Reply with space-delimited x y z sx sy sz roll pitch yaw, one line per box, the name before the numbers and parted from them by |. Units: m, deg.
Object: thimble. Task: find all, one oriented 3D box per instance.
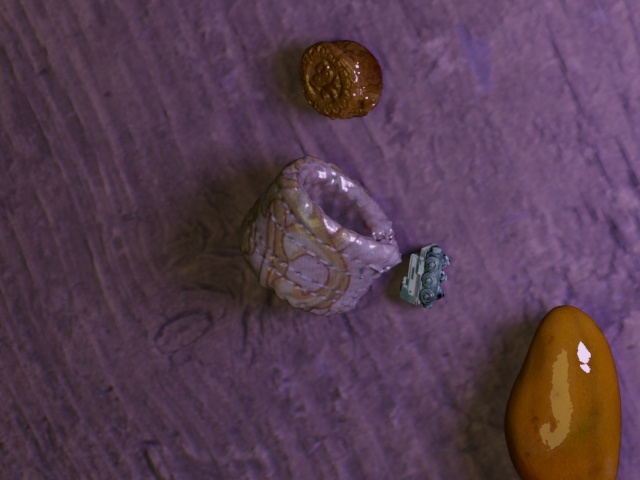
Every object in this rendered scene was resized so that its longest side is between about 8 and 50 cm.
thimble | 0.000 0.000 1.935 0.190 0.137 0.143 40 123 2

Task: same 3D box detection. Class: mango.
mango | 0.283 0.198 1.804 0.138 0.113 0.253 6 107 32

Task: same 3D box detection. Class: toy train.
toy train | 0.130 0.042 1.916 0.053 0.033 0.083 21 116 33

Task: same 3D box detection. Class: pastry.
pastry | 0.026 -0.200 1.901 0.109 0.057 0.097 45 131 19
